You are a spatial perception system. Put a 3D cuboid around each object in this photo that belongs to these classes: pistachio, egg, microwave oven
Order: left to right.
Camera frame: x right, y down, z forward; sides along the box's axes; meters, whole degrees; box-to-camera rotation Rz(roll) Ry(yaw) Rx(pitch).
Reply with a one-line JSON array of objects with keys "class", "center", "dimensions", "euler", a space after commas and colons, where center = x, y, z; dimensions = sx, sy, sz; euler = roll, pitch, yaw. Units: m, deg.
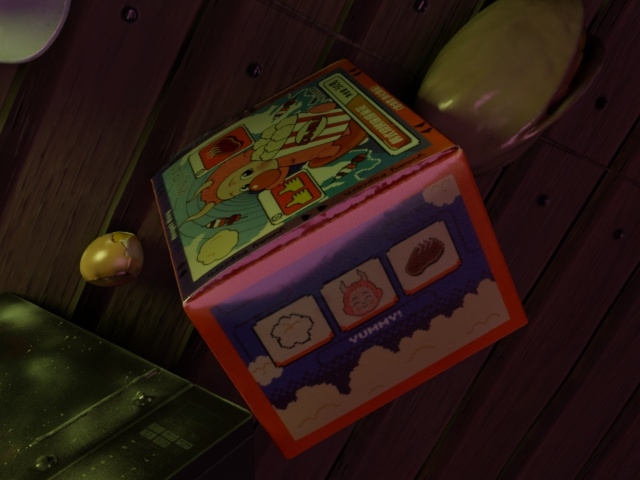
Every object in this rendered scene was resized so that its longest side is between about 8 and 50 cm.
[{"class": "microwave oven", "center": [-0.311, 0.304, 0.933], "dimensions": [0.236, 0.432, 0.375], "euler": [-31, 130, -47]}, {"class": "egg", "center": [-0.272, 0.026, 1.043], "dimensions": [0.083, 0.071, 0.071], "euler": [-14, 119, 3]}, {"class": "pistachio", "center": [0.238, -0.201, 1.019], "dimensions": [0.288, 0.197, 0.166], "euler": [-47, 124, -5]}]

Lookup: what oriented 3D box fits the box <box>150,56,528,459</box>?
[{"class": "box", "center": [0.000, 0.000, 0.955], "dimensions": [0.318, 0.349, 0.257], "euler": [-30, 120, -1]}]

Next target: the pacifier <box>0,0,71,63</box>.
[{"class": "pacifier", "center": [-0.396, -0.263, 0.779], "dimensions": [0.287, 0.226, 0.238], "euler": [-22, 101, -7]}]
